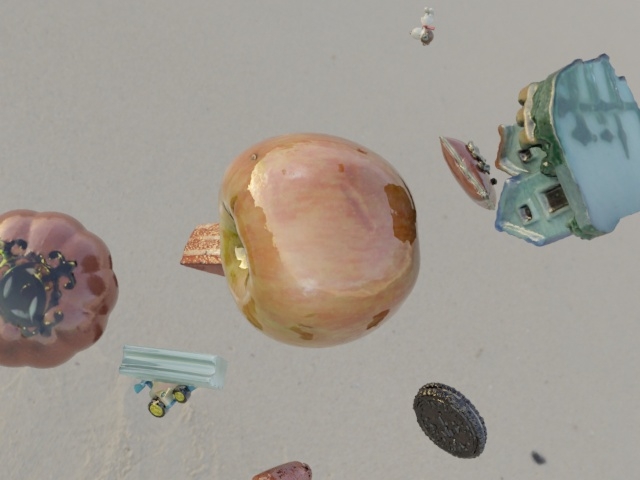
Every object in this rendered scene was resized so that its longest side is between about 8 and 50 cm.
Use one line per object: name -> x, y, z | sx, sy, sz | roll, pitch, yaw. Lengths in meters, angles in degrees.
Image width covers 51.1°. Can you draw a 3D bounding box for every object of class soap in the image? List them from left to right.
soap -> -0.300, 0.264, 1.390 | 0.197, 0.119, 0.067 | 6, 74, 8

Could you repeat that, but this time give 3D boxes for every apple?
apple -> 0.000, 0.000, 1.207 | 0.346, 0.392, 0.392 | -6, 53, -19

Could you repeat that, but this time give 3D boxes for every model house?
model house -> 0.425, -0.139, 1.281 | 0.251, 0.329, 0.295 | -21, 87, -28

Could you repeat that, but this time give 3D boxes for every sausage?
sausage -> -0.072, 0.464, 1.277 | 0.141, 0.076, 0.076 | 1, 49, -51

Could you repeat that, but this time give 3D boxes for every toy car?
toy car -> -0.333, 0.314, 1.515 | 0.098, 0.161, 0.126 | 48, 36, -9

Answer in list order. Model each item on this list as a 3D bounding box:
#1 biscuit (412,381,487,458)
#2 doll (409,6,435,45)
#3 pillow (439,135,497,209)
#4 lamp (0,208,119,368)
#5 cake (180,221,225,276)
biscuit -> 0.289, 0.405, 1.501 | 0.053, 0.195, 0.194 | -33, 73, -36
doll -> 0.251, -0.503, 1.583 | 0.058, 0.085, 0.040 | 34, -5, 19
pillow -> 0.330, -0.148, 1.450 | 0.171, 0.075, 0.179 | 61, 16, 15
lamp -> -0.538, 0.092, 1.274 | 0.305, 0.239, 0.306 | 1, 86, -9
cake -> -0.245, 0.035, 1.917 | 0.159, 0.261, 0.158 | 45, 53, -45
